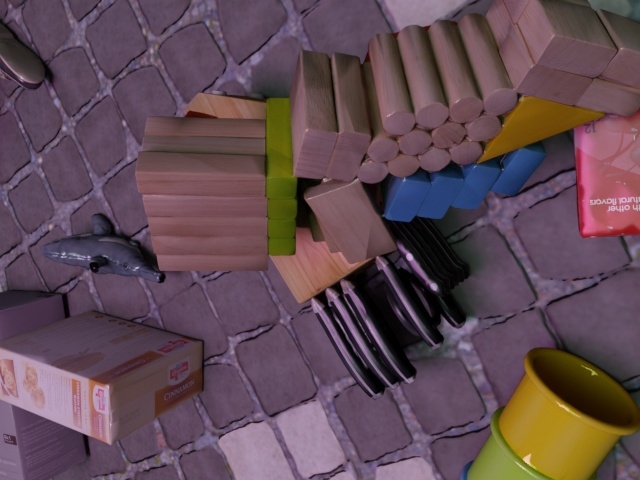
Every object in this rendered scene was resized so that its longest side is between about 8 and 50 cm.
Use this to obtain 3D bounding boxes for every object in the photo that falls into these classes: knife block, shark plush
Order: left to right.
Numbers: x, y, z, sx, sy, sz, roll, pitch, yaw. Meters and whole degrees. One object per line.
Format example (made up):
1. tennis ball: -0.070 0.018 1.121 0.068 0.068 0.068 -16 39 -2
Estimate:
1. shark plush: -0.247 0.031 0.740 0.161 0.067 0.073 28 112 23
2. knife block: 0.000 0.000 0.581 0.276 0.088 0.242 15 105 25

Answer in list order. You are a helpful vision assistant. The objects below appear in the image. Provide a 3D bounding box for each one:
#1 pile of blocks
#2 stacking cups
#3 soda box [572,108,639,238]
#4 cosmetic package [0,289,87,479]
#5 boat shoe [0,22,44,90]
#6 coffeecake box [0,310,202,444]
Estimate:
1. pile of blocks: 0.038 -0.079 0.454 0.362 0.149 0.112 -16 49 14
2. stacking cups: 0.146 0.245 0.540 0.096 0.096 0.316 31 113 22
3. soda box: 0.305 -0.055 0.402 0.263 0.083 0.092 -2 97 31
4. cosmetic package: -0.400 0.190 0.838 0.127 0.107 0.238 -2 101 33
5. boat shoe: -0.389 -0.224 0.787 0.137 0.049 0.043 44 120 19
6. coffeecake box: -0.250 0.145 0.720 0.185 0.142 0.068 9 104 28
